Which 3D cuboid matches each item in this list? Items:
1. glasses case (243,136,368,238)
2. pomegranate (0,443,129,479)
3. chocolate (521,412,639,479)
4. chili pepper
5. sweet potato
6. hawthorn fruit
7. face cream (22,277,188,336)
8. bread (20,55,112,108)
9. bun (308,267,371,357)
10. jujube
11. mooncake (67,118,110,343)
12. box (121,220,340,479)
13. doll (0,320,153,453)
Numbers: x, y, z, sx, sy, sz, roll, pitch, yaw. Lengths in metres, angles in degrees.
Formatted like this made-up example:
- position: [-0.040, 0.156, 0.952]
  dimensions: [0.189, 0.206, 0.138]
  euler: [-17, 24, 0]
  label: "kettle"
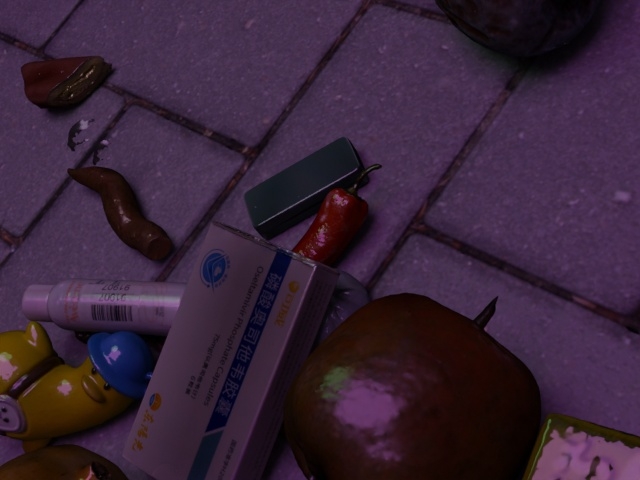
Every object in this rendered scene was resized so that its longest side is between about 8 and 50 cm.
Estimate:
- position: [-0.023, -0.078, 1.446]
  dimensions: [0.184, 0.039, 0.078]
  euler: [-29, 51, 10]
  label: "glasses case"
- position: [-0.342, 0.372, 1.231]
  dimensions: [0.233, 0.233, 0.233]
  euler: [-14, 55, 21]
  label: "pomegranate"
- position: [0.307, 0.336, 0.941]
  dimensions: [0.288, 0.137, 0.301]
  euler: [12, 67, 34]
  label: "chocolate"
- position: [0.000, 0.000, 1.369]
  dimensions: [0.272, 0.063, 0.071]
  euler: [-51, 52, 7]
  label: "chili pepper"
- position: [-0.327, -0.057, 1.588]
  dimensions: [0.067, 0.059, 0.281]
  euler: [-50, 49, 8]
  label: "sweet potato"
- position: [0.115, 0.185, 1.074]
  dimensions: [0.301, 0.268, 0.268]
  euler: [-45, 50, -8]
  label: "hawthorn fruit"
- position: [-0.313, 0.097, 1.435]
  dimensions: [0.269, 0.082, 0.082]
  euler: [1, 61, 14]
  label: "face cream"
- position: [-0.494, -0.292, 1.822]
  dimensions: [0.192, 0.067, 0.119]
  euler: [3, 55, 29]
  label: "bread"
- position: [-0.002, 0.096, 1.298]
  dimensions: [0.140, 0.083, 0.141]
  euler: [-16, 52, 22]
  label: "bun"
- position: [0.265, -0.412, 1.383]
  dimensions: [0.246, 0.215, 0.308]
  euler: [-38, 49, 1]
  label: "jujube"
- position: [-0.361, -0.013, 1.541]
  dimensions: [0.150, 0.057, 0.347]
  euler: [-24, 73, 9]
  label: "mooncake"
- position: [-0.121, 0.164, 1.269]
  dimensions: [0.200, 0.065, 0.343]
  euler: [21, 90, 38]
  label: "box"
- position: [-0.396, 0.215, 1.423]
  dimensions: [0.363, 0.145, 0.199]
  euler: [-4, 99, 17]
  label: "doll"
